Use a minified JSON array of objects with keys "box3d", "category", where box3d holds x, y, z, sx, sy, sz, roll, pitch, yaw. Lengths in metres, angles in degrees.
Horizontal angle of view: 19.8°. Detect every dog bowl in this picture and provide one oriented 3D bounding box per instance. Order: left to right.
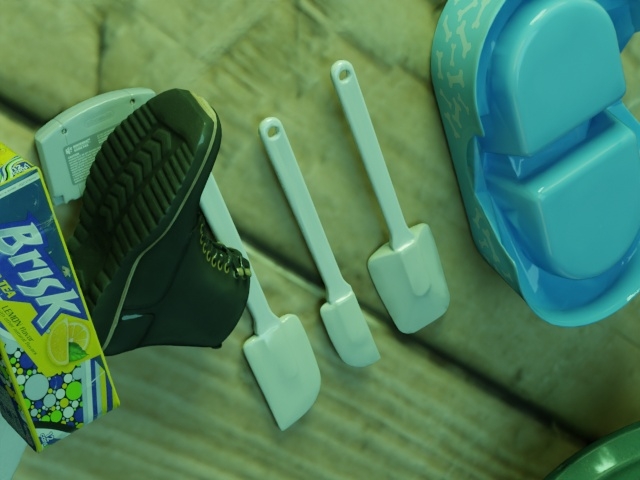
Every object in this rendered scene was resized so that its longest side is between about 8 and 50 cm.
[{"box3d":[0.168,-0.079,1.322,0.166,0.074,0.297,-33,127,-21],"category":"dog bowl"}]

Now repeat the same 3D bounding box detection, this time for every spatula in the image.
[{"box3d":[0.000,0.000,1.271,0.168,0.019,0.242,-32,125,-15],"category":"spatula"}]

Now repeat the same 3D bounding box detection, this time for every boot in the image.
[{"box3d":[-0.082,-0.008,1.157,0.137,0.077,0.198,3,134,-42],"category":"boot"}]

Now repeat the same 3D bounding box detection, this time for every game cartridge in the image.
[{"box3d":[-0.137,-0.062,1.140,0.083,0.017,0.056,-26,127,-26],"category":"game cartridge"}]

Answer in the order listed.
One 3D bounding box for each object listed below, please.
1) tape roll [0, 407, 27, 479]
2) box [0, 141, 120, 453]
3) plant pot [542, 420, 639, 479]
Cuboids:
[{"box3d":[-0.336,0.072,1.013,0.392,0.072,0.392,-16,118,-32],"category":"tape roll"},{"box3d":[-0.171,0.032,1.036,0.059,0.054,0.169,-30,125,-23],"category":"box"},{"box3d":[0.282,0.256,1.448,0.293,0.293,0.196,-32,100,-22],"category":"plant pot"}]
